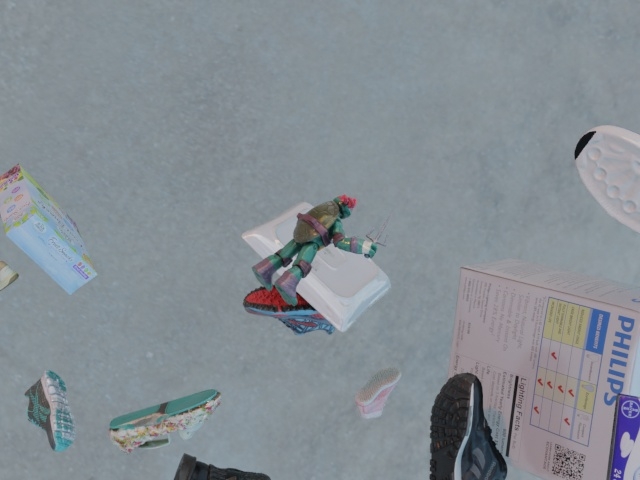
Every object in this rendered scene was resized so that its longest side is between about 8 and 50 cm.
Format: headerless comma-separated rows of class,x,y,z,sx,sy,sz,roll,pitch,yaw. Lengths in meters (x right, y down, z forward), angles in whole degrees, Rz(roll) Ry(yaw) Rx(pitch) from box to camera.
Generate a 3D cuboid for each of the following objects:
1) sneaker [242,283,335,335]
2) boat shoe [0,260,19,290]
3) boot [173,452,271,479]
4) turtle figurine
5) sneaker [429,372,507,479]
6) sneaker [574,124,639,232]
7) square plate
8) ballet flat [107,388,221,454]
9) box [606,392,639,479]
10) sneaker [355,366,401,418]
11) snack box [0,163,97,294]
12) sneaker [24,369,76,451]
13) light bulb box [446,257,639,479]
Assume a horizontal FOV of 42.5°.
sneaker,-0.069,0.192,2.072,0.261,0.104,0.125,7,123,-10
boat shoe,-0.580,0.079,1.412,0.135,0.050,0.045,-32,102,12
boot,-0.272,0.725,2.084,0.131,0.260,0.348,125,-16,-54
turtle figurine,0.000,0.000,1.394,0.234,0.175,0.118,-42,110,-15
sneaker,0.264,0.368,1.430,0.124,0.107,0.284,4,95,-24
sneaker,0.576,-0.097,1.323,0.236,0.322,0.130,-39,163,-48
square plate,0.009,0.046,2.107,0.049,0.347,0.344,-51,171,28
ballet flat,-0.283,0.343,1.544,0.091,0.240,0.077,-61,131,-70
box,0.421,0.258,0.988,0.072,0.137,0.126,32,67,-71
sneaker,0.125,0.331,1.767,0.134,0.051,0.070,-35,131,-36
snack box,-0.502,-0.022,1.494,0.070,0.207,0.174,-37,130,-2
sneaker,-0.500,0.323,1.509,0.076,0.167,0.065,-34,139,7
light bulb box,0.450,0.244,1.554,0.225,0.361,0.358,-7,107,-48
